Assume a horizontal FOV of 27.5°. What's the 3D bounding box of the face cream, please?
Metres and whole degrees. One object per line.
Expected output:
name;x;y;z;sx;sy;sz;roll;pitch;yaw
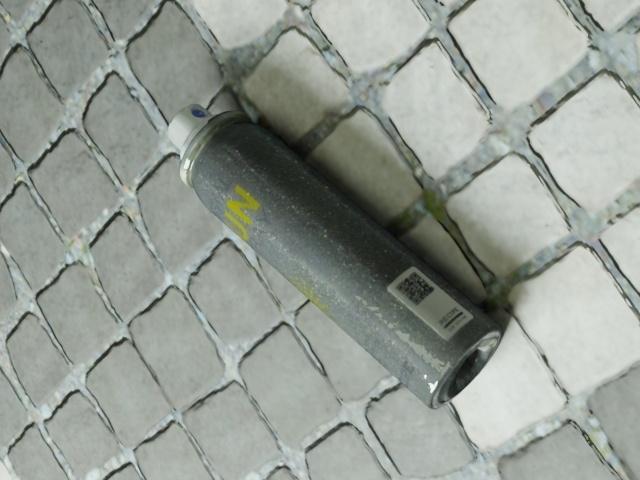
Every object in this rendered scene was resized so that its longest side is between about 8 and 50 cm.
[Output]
face cream;0.000;0.000;0.907;0.283;0.073;0.073;41;125;21
